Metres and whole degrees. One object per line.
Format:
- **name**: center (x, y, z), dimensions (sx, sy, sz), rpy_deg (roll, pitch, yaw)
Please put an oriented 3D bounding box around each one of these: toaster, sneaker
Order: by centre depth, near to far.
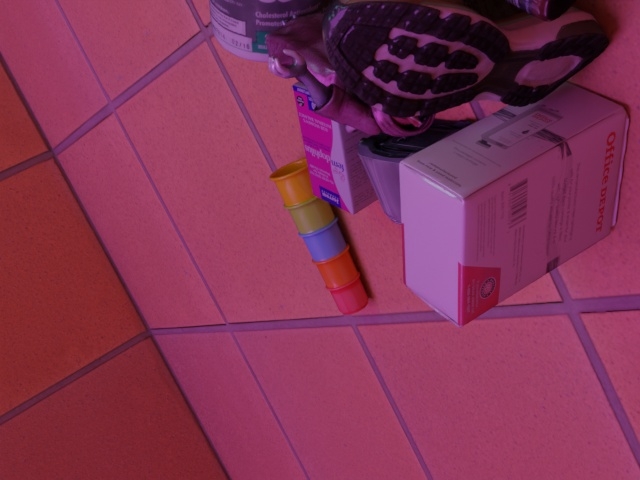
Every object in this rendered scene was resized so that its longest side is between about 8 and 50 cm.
- **sneaker**: center (0.145, -0.255, 1.094), dimensions (0.158, 0.410, 0.182), rpy_deg (-49, 59, 39)
- **toaster**: center (0.169, -0.101, 1.456), dimensions (0.227, 0.129, 0.146), rpy_deg (14, 133, 50)

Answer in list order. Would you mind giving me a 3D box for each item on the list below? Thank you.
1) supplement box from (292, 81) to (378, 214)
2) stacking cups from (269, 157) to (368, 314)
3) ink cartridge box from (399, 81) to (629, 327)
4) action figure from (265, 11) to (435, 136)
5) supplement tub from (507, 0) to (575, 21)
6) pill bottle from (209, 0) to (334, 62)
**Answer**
- **supplement box**: center (0.045, -0.173, 1.600), dimensions (0.111, 0.114, 0.220), rpy_deg (28, 141, 43)
- **stacking cups**: center (0.000, 0.000, 1.857), dimensions (0.096, 0.096, 0.316), rpy_deg (6, 123, 56)
- **ink cartridge box**: center (0.245, -0.051, 1.214), dimensions (0.117, 0.283, 0.207), rpy_deg (37, 145, 41)
- **action figure**: center (0.062, -0.202, 1.292), dimensions (0.370, 0.248, 0.275), rpy_deg (52, 167, 57)
- **supplement tub**: center (0.184, -0.318, 0.997), dimensions (0.198, 0.106, 0.106), rpy_deg (36, 146, 21)
- **pill bottle**: center (-0.074, -0.464, 1.406), dimensions (0.204, 0.204, 0.361), rpy_deg (39, 147, 33)
